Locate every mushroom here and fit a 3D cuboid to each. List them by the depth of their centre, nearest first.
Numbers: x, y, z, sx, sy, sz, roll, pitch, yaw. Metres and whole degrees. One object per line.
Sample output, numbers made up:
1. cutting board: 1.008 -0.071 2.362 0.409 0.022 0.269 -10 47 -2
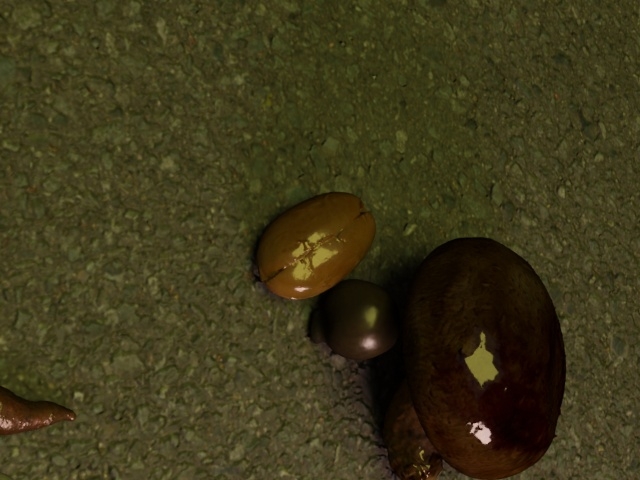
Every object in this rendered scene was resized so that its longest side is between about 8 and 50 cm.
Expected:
1. mushroom: 0.217 0.155 1.342 0.239 0.345 0.345 9 75 3

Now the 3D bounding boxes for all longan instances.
1. longan: 0.043 0.103 1.323 0.119 0.106 0.106 -12 90 6

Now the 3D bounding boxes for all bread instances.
1. bread: 0.000 0.000 1.307 0.189 0.077 0.114 -36 81 -28

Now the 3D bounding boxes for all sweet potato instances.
1. sweet potato: -0.352 0.170 1.055 0.226 0.068 0.068 16 73 -51

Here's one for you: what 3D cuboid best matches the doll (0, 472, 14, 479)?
1. doll: -0.378 0.252 0.991 0.181 0.107 0.110 44 18 -24
